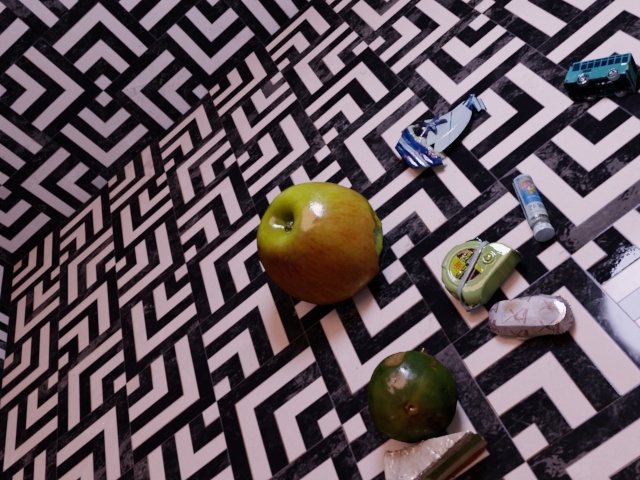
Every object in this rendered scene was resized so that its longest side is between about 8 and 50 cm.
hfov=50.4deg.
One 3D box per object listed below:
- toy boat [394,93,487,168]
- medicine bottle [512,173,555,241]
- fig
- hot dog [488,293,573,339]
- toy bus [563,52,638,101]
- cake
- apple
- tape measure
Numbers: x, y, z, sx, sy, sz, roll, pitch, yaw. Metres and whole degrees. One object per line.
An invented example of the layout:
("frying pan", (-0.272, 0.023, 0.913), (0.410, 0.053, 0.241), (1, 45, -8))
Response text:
("toy boat", (0.338, -0.324, 1.998), (0.210, 0.070, 0.291), (24, 71, 46))
("medicine bottle", (0.509, -0.080, 1.631), (0.051, 0.051, 0.191), (-29, 43, 22))
("fig", (0.208, 0.325, 1.489), (0.195, 0.195, 0.245), (-25, 6, 26))
("hot dog", (0.450, 0.165, 1.473), (0.192, 0.053, 0.099), (-12, 48, 40))
("toy bus", (0.705, -0.411, 1.712), (0.160, 0.079, 0.091), (-2, 57, 42))
("cake", (0.228, 0.469, 1.384), (0.221, 0.086, 0.116), (-21, 45, 30))
("apple", (0.000, 0.000, 1.839), (0.340, 0.339, 0.339), (-25, 43, 26))
("tape measure", (0.363, 0.074, 1.603), (0.154, 0.087, 0.177), (35, 85, 40))
